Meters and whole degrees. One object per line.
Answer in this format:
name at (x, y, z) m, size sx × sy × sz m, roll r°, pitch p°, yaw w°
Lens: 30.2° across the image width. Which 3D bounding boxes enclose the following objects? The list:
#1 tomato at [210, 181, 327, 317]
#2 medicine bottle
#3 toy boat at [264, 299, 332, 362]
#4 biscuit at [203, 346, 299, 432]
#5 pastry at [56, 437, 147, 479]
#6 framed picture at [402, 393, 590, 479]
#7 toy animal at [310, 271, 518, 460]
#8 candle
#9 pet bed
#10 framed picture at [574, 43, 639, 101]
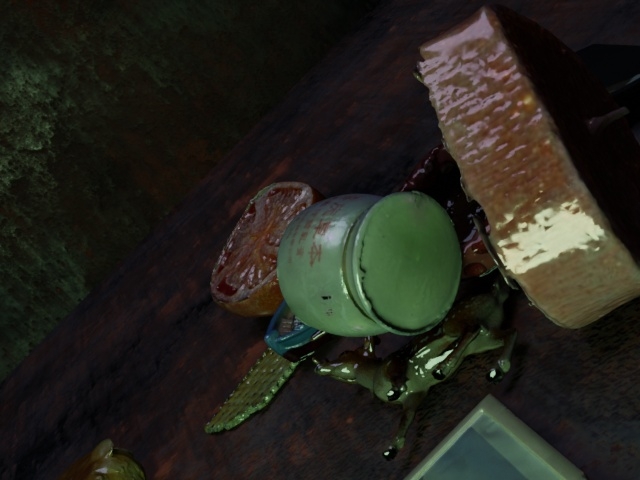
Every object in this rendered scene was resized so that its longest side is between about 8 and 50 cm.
tomato at (-0.063, 0.021, 1.820) m, size 0.236 × 0.095 × 0.237 m, roll -34°, pitch 35°, yaw 28°
medicine bottle at (0.049, 0.025, 1.199) m, size 0.143 × 0.147 × 0.147 m, roll -5°, pitch 41°, yaw 53°
toy boat at (-0.004, 0.062, 1.570) m, size 0.100 × 0.097 × 0.223 m, roll 1°, pitch 42°, yaw 45°
biscuit at (-0.070, 0.181, 1.611) m, size 0.203 × 0.016 × 0.144 m, roll -51°, pitch 16°, yaw -24°
pastry at (-0.325, 0.377, 1.593) m, size 0.229 × 0.100 × 0.218 m, roll -22°, pitch 30°, yaw 57°
framed picture at (0.113, 0.242, 0.952) m, size 0.213 × 0.016 × 0.289 m, roll -45°, pitch 15°, yaw -2°
toy animal at (0.098, 0.124, 1.233) m, size 0.243 × 0.087 × 0.260 m, roll -26°, pitch 15°, yaw 13°
candle at (0.211, -0.095, 1.085) m, size 0.131 × 0.287 × 0.317 m, roll -32°, pitch 19°, yaw 25°
pet bed at (0.153, -0.037, 1.287) m, size 0.201 × 0.053 × 0.201 m, roll -27°, pitch 42°, yaw 27°
framed picture at (0.299, -0.189, 1.479) m, size 0.244 × 0.013 × 0.324 m, roll -27°, pitch 15°, yaw -4°
